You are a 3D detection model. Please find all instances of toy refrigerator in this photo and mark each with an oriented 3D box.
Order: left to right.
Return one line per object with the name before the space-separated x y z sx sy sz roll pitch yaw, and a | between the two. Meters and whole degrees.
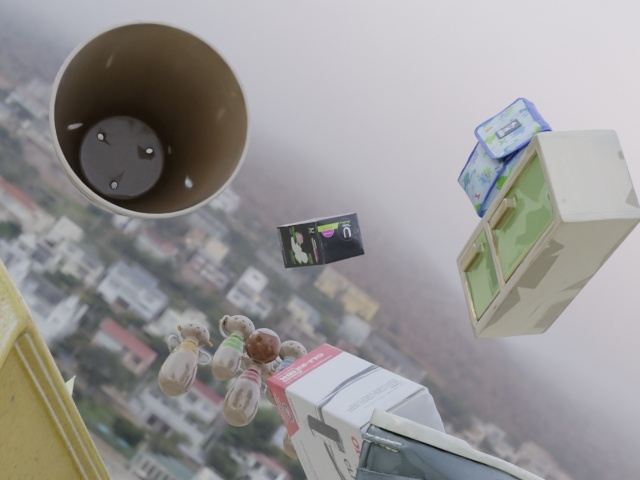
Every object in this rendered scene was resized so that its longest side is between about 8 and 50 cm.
toy refrigerator | 0.223 0.001 1.317 0.094 0.102 0.269 -4 -26 -14

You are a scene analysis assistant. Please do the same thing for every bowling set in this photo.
bowling set | -0.088 0.188 1.999 0.287 0.154 0.200 30 -52 -8

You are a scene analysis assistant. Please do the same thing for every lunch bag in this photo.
lunch bag | 0.260 -0.108 1.739 0.096 0.151 0.129 20 21 -18

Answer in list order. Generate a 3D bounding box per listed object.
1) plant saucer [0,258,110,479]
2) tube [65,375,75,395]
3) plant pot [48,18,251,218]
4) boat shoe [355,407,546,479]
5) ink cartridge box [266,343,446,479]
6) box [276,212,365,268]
plant saucer | -0.213 0.182 0.696 0.081 0.333 0.333 12 -32 13
tube | -0.298 0.222 1.297 0.240 0.070 0.062 -78 149 -71
plant pot | -0.250 -0.135 1.736 0.256 0.256 0.274 39 -17 -8
boat shoe | 0.185 0.292 1.439 0.319 0.099 0.116 26 -8 -10
ink cartridge box | 0.062 0.274 1.744 0.273 0.114 0.197 15 -50 60
box | 0.000 0.000 1.475 0.083 0.062 0.052 -6 -84 56
